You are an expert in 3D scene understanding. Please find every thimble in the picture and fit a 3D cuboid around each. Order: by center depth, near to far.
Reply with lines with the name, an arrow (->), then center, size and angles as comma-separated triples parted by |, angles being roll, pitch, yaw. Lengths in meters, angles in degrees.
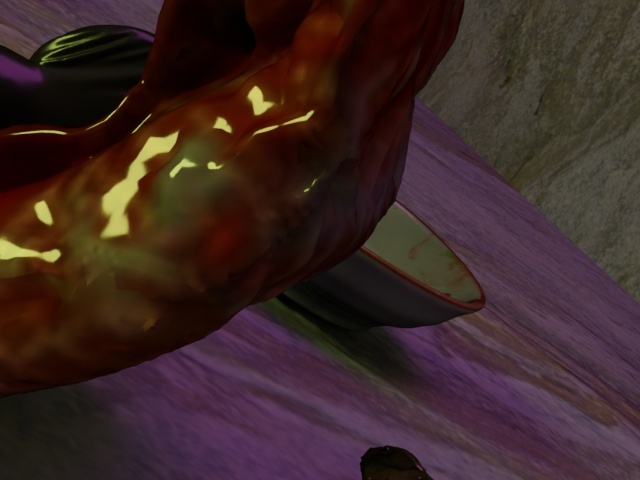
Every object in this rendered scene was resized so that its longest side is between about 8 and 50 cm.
thimble -> -0.116, -0.111, 0.593 | 0.350, 0.350, 0.230 | 38, 9, 5

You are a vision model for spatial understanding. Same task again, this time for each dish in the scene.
dish -> 0.000, 0.000, 1.124 | 0.260, 0.085, 0.260 | 34, 13, -9

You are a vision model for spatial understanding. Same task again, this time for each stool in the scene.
stool -> -0.153, -0.071, 0.874 | 0.217, 0.125, 0.121 | 16, -2, -12

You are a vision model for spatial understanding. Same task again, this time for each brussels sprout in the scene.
brussels sprout -> 0.048, 0.140, 0.796 | 0.051, 0.046, 0.083 | 42, 9, -12
